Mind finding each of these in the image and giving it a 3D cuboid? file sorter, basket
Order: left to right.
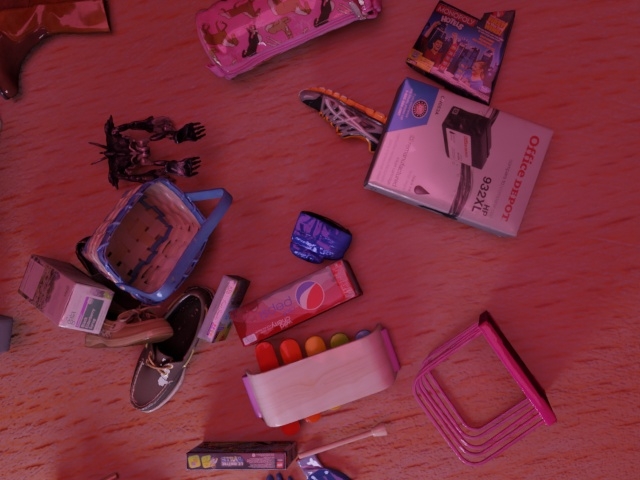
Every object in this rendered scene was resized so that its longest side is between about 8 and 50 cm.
[{"bbox_3d":[-0.320,-0.002,1.605,0.201,0.289,0.254,47,65,-29],"label":"basket"},{"bbox_3d":[0.296,0.273,1.502,0.182,0.291,0.202,-36,82,9],"label":"file sorter"}]

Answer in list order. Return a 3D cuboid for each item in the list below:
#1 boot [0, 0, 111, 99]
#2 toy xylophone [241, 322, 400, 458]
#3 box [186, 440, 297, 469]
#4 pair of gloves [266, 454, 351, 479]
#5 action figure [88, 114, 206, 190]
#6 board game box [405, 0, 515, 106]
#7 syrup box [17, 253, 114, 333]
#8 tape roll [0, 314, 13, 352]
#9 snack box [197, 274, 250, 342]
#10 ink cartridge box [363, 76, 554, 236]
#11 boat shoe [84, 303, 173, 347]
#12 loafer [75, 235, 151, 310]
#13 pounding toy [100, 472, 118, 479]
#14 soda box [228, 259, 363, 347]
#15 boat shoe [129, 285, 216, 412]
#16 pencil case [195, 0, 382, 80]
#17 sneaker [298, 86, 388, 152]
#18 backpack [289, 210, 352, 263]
[{"bbox_3d":[-0.605,-0.459,1.805,0.281,0.096,0.264,-6,78,2],"label":"boot"},{"bbox_3d":[0.009,0.302,1.623,0.323,0.081,0.236,-11,97,-2],"label":"toy xylophone"},{"bbox_3d":[-0.160,0.442,1.652,0.207,0.114,0.036,-3,87,9],"label":"box"},{"bbox_3d":[-0.028,0.534,1.673,0.198,0.023,0.159,-34,84,7],"label":"pair of gloves"},{"bbox_3d":[-0.365,-0.186,1.713,0.276,0.141,0.164,5,96,35],"label":"action figure"},{"bbox_3d":[0.307,-0.402,1.650,0.194,0.060,0.194,30,91,10],"label":"board game box"},{"bbox_3d":[-0.535,0.109,1.680,0.237,0.096,0.093,21,90,46],"label":"syrup box"},{"bbox_3d":[-0.774,0.192,1.712,0.219,0.219,0.072,7,88,10],"label":"tape roll"},{"bbox_3d":[-0.201,0.142,1.682,0.037,0.100,0.141,23,91,10],"label":"snack box"},{"bbox_3d":[0.267,-0.159,1.580,0.308,0.129,0.223,20,91,-2],"label":"ink cartridge box"},{"bbox_3d":[-0.406,0.173,1.655,0.285,0.105,0.089,-10,84,44],"label":"boat shoe"},{"bbox_3d":[-0.458,0.078,1.737,0.220,0.078,0.080,41,94,9],"label":"loafer"},{"bbox_3d":[-0.454,0.581,1.672,0.270,0.154,0.154,10,89,9],"label":"pounding toy"},{"bbox_3d":[-0.049,0.130,1.661,0.263,0.092,0.083,-25,83,8],"label":"soda box"},{"bbox_3d":[-0.322,0.231,1.701,0.109,0.091,0.305,31,92,10],"label":"boat shoe"},{"bbox_3d":[-0.069,-0.472,1.668,0.386,0.167,0.160,-22,116,8],"label":"pencil case"},{"bbox_3d":[0.048,-0.256,1.674,0.215,0.084,0.083,26,96,9],"label":"sneaker"},{"bbox_3d":[0.000,0.000,1.662,0.120,0.098,0.101,21,94,-2],"label":"backpack"}]
